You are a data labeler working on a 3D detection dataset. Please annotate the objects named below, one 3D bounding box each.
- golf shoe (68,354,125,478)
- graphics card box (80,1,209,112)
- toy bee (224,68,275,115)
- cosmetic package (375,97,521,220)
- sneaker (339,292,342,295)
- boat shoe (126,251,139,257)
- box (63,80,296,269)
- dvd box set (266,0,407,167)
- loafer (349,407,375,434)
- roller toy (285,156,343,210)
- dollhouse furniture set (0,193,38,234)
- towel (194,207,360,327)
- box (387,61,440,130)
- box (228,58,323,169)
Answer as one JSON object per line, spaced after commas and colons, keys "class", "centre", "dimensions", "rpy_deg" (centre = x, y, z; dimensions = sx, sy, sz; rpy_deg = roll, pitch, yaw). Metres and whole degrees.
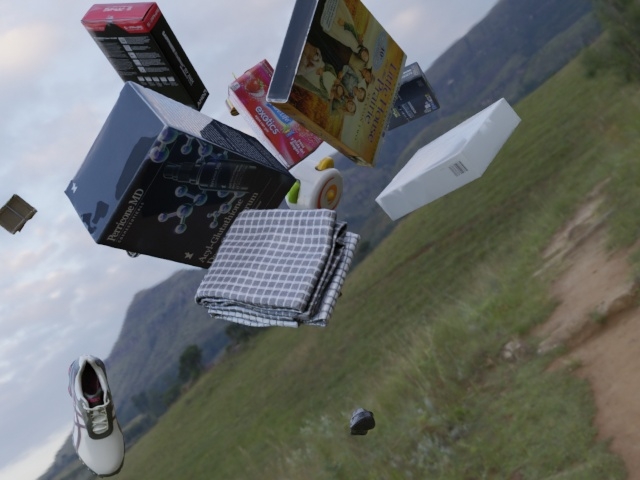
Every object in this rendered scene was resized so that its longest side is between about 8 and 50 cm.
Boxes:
{"class": "golf shoe", "centre": [-0.497, 0.383, 1.464], "dimensions": [0.105, 0.273, 0.120], "rpy_deg": [-14, -12, -24]}
{"class": "graphics card box", "centre": [-0.517, -0.543, 2.019], "dimensions": [0.371, 0.232, 0.094], "rpy_deg": [62, -138, -51]}
{"class": "toy bee", "centre": [-0.291, -0.613, 2.672], "dimensions": [0.298, 0.195, 0.162], "rpy_deg": [-55, -19, 20]}
{"class": "cosmetic package", "centre": [0.363, -0.228, 1.937], "dimensions": [0.284, 0.097, 0.377], "rpy_deg": [-51, 13, -34]}
{"class": "sneaker", "centre": [-0.027, 0.139, 2.051], "dimensions": [0.109, 0.130, 0.286], "rpy_deg": [-16, -7, -29]}
{"class": "boat shoe", "centre": [-0.509, -0.049, 1.895], "dimensions": [0.091, 0.114, 0.303], "rpy_deg": [-30, -27, -30]}
{"class": "box", "centre": [-0.307, -0.125, 1.515], "dimensions": [0.395, 0.212, 0.294], "rpy_deg": [17, -67, -48]}
{"class": "dvd box set", "centre": [0.055, -0.373, 1.519], "dimensions": [0.420, 0.062, 0.308], "rpy_deg": [25, -100, -58]}
{"class": "loafer", "centre": [0.133, 0.606, 2.274], "dimensions": [0.080, 0.078, 0.220], "rpy_deg": [2, -27, -8]}
{"class": "roller toy", "centre": [-0.014, -0.176, 2.342], "dimensions": [0.209, 0.146, 0.191], "rpy_deg": [-56, -30, -18]}
{"class": "dollhouse furniture set", "centre": [-0.683, -0.085, 1.414], "dimensions": [0.076, 0.151, 0.058], "rpy_deg": [-50, 30, -8]}
{"class": "towel", "centre": [-0.088, 0.050, 1.329], "dimensions": [0.283, 0.121, 0.235], "rpy_deg": [1, 52, 32]}
{"class": "box", "centre": [0.243, -0.427, 2.013], "dimensions": [0.183, 0.059, 0.232], "rpy_deg": [-21, -21, 17]}
{"class": "box", "centre": [-0.115, -0.315, 1.716], "dimensions": [0.122, 0.257, 0.128], "rpy_deg": [-39, 4, -8]}
